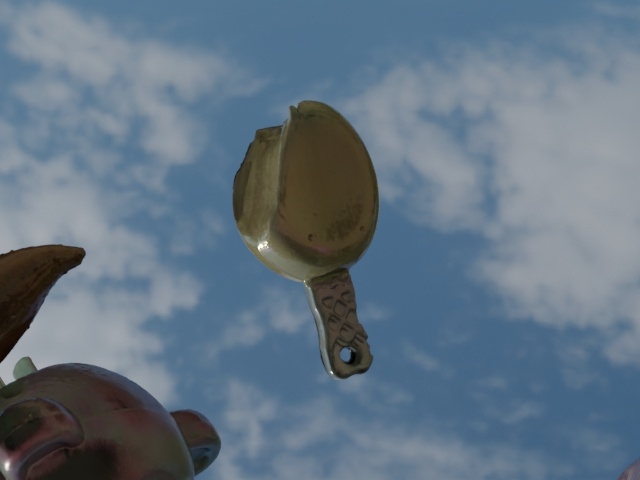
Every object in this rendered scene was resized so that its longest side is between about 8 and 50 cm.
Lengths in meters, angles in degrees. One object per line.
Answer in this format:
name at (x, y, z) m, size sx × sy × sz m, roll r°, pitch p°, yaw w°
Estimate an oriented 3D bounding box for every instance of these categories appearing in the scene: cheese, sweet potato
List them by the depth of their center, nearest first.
cheese at (-0.006, -0.001, 0.832) m, size 0.092 × 0.047 × 0.171 m, roll 10°, pitch -105°, yaw -30°
sweet potato at (-0.303, 0.131, 1.002) m, size 0.106 × 0.355 × 0.095 m, roll 27°, pitch -165°, yaw -18°

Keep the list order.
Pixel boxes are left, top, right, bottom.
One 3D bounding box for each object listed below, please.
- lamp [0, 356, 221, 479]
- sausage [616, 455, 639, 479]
lamp at (-0.246, 0.224, 1.122) m, size 0.247 × 0.301 × 0.247 m, roll 17°, pitch -150°, yaw -54°
sausage at (0.333, 0.204, 1.164) m, size 0.097 × 0.348 × 0.094 m, roll 14°, pitch -115°, yaw 3°
